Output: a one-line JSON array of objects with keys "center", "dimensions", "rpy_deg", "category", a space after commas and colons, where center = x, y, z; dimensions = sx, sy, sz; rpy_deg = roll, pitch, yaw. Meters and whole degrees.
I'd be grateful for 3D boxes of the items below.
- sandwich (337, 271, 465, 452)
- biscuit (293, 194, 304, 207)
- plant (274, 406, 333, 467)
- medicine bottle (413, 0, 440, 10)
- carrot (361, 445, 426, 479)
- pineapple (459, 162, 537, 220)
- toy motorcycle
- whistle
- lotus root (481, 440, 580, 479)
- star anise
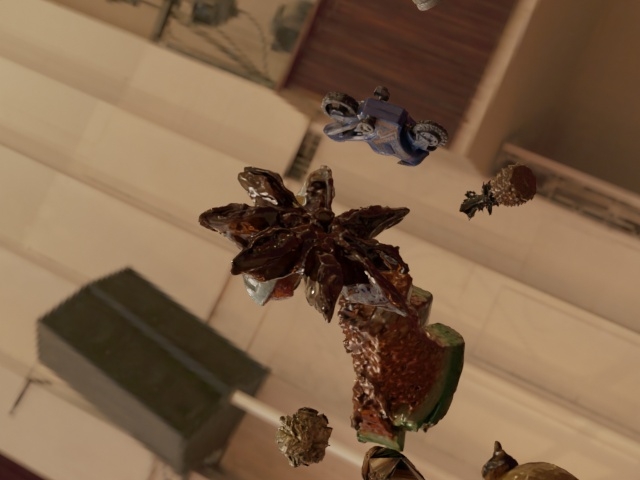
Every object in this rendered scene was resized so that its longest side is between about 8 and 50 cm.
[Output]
[{"center": [0.120, 0.147, 1.667], "dimensions": [0.301, 0.162, 0.250], "rpy_deg": [60, -140, -63], "category": "sandwich"}, {"center": [0.026, 0.001, 1.897], "dimensions": [0.234, 0.153, 0.030], "rpy_deg": [39, -125, -28], "category": "biscuit"}, {"center": [-0.041, 0.337, 2.097], "dimensions": [0.104, 0.122, 0.116], "rpy_deg": [-26, -63, -35], "category": "plant"}, {"center": [0.149, -0.400, 1.805], "dimensions": [0.091, 0.058, 0.058], "rpy_deg": [51, -124, -22], "category": "medicine bottle"}, {"center": [0.115, 0.328, 1.524], "dimensions": [0.069, 0.069, 0.229], "rpy_deg": [-68, 24, 8], "category": "carrot"}, {"center": [0.224, -0.063, 1.555], "dimensions": [0.124, 0.058, 0.058], "rpy_deg": [-18, 29, 52], "category": "pineapple"}, {"center": [0.097, -0.169, 1.824], "dimensions": [0.114, 0.205, 0.076], "rpy_deg": [84, -153, -59], "category": "toy motorcycle"}, {"center": [-0.061, 0.006, 2.223], "dimensions": [0.142, 0.134, 0.346], "rpy_deg": [-48, -5, -43], "category": "whistle"}, {"center": [0.278, 0.346, 1.402], "dimensions": [0.140, 0.257, 0.154], "rpy_deg": [-55, -34, -7], "category": "lotus root"}, {"center": [0.001, 0.000, 1.395], "dimensions": [0.288, 0.288, 0.088], "rpy_deg": [-38, -19, -53], "category": "star anise"}]
